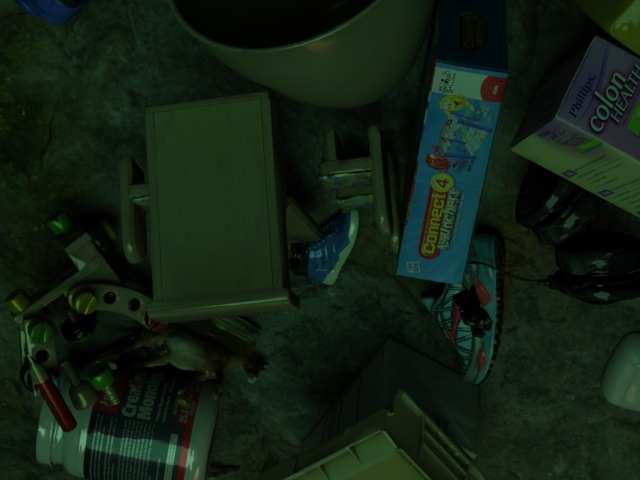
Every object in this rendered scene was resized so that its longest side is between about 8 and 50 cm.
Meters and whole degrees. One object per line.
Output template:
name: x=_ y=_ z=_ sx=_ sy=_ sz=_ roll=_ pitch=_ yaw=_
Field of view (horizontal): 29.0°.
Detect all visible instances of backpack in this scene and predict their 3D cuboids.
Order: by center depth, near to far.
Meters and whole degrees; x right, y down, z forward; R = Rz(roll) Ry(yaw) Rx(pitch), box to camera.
backpack: x=-0.362 y=-0.346 z=1.633 sx=0.120 sy=0.098 sz=0.101 roll=33 pitch=151 yaw=-16

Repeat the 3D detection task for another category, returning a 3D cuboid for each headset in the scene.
headset: x=0.362 y=-0.002 z=1.715 sx=0.394 sy=0.185 sz=0.243 roll=-30 pitch=103 yaw=8

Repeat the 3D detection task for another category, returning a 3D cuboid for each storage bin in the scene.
storage bin: x=0.080 y=0.383 z=1.861 sx=0.262 sy=0.123 sz=0.260 roll=-31 pitch=113 yaw=26

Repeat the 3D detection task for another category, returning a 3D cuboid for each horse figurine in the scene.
horse figurine: x=-0.229 y=0.191 z=1.969 sx=0.263 sy=0.174 sz=0.066 roll=13 pitch=118 yaw=11

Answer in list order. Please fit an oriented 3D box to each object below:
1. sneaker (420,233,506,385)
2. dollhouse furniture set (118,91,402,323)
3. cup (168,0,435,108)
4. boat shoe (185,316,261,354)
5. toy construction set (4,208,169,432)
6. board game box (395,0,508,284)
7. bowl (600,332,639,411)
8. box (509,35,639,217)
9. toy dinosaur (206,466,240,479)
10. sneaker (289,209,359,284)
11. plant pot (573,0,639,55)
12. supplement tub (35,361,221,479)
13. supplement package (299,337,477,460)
sneaker: x=0.216 y=0.100 z=1.891 sx=0.125 sy=0.104 sz=0.262 roll=6 pitch=117 yaw=14
dollhouse furniture set: x=-0.088 y=-0.007 z=1.627 sx=0.362 sy=0.256 sz=0.394 roll=-6 pitch=168 yaw=10
cup: x=0.007 y=-0.296 z=1.522 sx=0.331 sy=0.331 sz=0.237 roll=-13 pitch=147 yaw=15
boat shoe: x=-0.165 y=0.123 z=1.974 sx=0.153 sy=0.048 sz=0.056 roll=31 pitch=135 yaw=-7
toy construction set: x=-0.383 y=0.100 z=1.837 sx=0.257 sy=0.309 sz=0.237 roll=-20 pitch=116 yaw=10
board game box: x=0.167 y=-0.156 z=1.575 sx=0.086 sy=0.308 sz=0.302 roll=9 pitch=125 yaw=1
bowl: x=0.525 y=0.222 z=1.956 sx=0.142 sy=0.053 sz=0.142 roll=14 pitch=127 yaw=-2
box: x=0.393 y=-0.128 z=1.562 sx=0.243 sy=0.213 sz=0.117 roll=27 pitch=82 yaw=-3
toy dinosaur: x=-0.288 y=0.399 z=2.167 sx=0.268 sy=0.064 sz=0.118 roll=23 pitch=117 yaw=-14
sneaker: x=0.000 y=0.001 z=1.855 sx=0.084 sy=0.058 sz=0.152 roll=13 pitch=132 yaw=-13
plant pot: x=0.440 y=-0.307 z=1.512 sx=0.212 sy=0.187 sz=0.212 roll=32 pitch=123 yaw=-15
supplement tub: x=-0.309 y=0.304 z=2.020 sx=0.272 sy=0.191 sz=0.191 roll=10 pitch=125 yaw=-2
supplement package: x=0.103 y=0.340 z=2.009 sx=0.177 sy=0.175 sz=0.293 roll=27 pitch=123 yaw=-13
